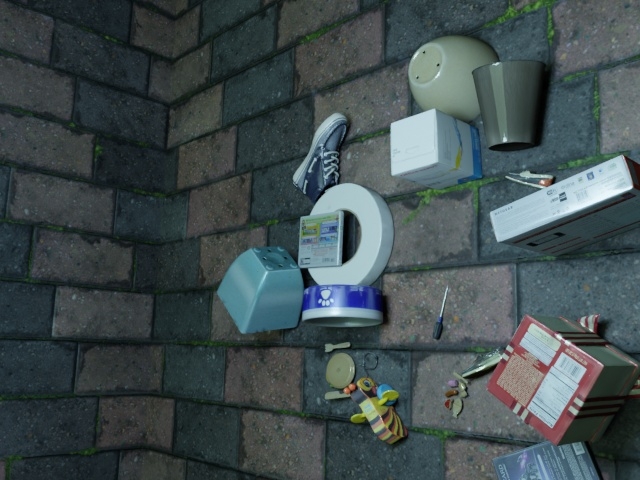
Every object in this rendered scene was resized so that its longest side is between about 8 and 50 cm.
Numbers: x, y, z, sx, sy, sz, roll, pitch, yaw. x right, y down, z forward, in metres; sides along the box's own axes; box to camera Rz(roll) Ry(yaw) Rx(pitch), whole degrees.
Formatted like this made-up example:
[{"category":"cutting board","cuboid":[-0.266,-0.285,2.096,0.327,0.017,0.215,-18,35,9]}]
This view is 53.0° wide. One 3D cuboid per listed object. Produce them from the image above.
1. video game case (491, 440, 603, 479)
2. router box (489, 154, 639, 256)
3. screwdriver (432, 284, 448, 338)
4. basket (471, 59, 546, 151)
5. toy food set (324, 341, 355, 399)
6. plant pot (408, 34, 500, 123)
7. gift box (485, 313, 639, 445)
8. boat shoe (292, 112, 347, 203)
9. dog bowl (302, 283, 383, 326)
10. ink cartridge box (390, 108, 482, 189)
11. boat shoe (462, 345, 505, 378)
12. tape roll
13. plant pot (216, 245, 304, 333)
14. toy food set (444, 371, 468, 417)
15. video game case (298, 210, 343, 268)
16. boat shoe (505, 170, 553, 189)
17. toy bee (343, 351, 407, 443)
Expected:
[{"category":"video game case","cuboid":[0.590,0.626,1.655,0.274,0.026,0.196,-36,57,37]},{"category":"router box","cuboid":[0.635,-0.068,1.548,0.335,0.301,0.082,-27,64,40]},{"category":"screwdriver","cuboid":[0.370,0.220,1.971,0.024,0.025,0.170,11,91,47]},{"category":"basket","cuboid":[0.539,-0.377,1.824,0.204,0.154,0.227,-3,86,14]},{"category":"toy food set","cuboid":[0.071,0.454,2.236,0.132,0.038,0.192,-15,66,37]},{"category":"plant pot","cuboid":[0.381,-0.514,1.987,0.284,0.191,0.284,-12,73,45]},{"category":"gift box","cuboid":[0.604,0.317,1.532,0.255,0.258,0.276,44,113,42]},{"category":"boat shoe","cuboid":[0.032,-0.291,2.375,0.158,0.127,0.340,52,127,32]},{"category":"dog bowl","cuboid":[0.073,0.218,2.108,0.265,0.265,0.104,-14,69,44]},{"category":"ink cartridge box","cuboid":[0.348,-0.270,1.940,0.171,0.233,0.168,-13,73,44]},{"category":"boat shoe","cuboid":[0.466,0.348,1.826,0.152,0.056,0.049,-33,54,27]},{"category":"tape roll","cuboid":[0.092,-0.009,2.276,0.392,0.072,0.392,-13,72,45]},{"category":"plant pot","cuboid":[-0.202,0.160,2.388,0.247,0.248,0.252,49,129,40]},{"category":"toy food set","cuboid":[0.400,0.453,1.897,0.078,0.019,0.122,34,115,45]},{"category":"video game case","cuboid":[0.000,0.000,2.303,0.212,0.023,0.193,-6,78,47]},{"category":"boat shoe","cuboid":[0.587,-0.174,1.805,0.137,0.049,0.043,22,95,44]},{"category":"toy bee","cuboid":[0.149,0.510,2.046,0.298,0.162,0.195,43,115,42]}]
